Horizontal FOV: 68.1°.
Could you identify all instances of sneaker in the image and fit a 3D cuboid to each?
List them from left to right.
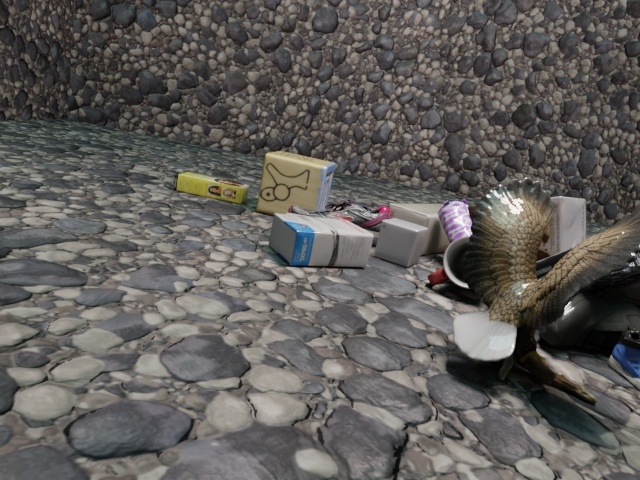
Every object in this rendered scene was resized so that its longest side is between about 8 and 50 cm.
[{"bbox_3d":[0.055,-0.066,1.366,0.298,0.112,0.121,9,15,-6],"label":"sneaker"},{"bbox_3d":[0.536,0.162,0.896,0.286,0.109,0.130,-5,38,-29],"label":"sneaker"},{"bbox_3d":[0.546,0.202,0.773,0.058,0.085,0.152,9,15,-10],"label":"sneaker"}]

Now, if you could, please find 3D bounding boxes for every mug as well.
[{"bbox_3d":[0.332,0.053,1.097,0.150,0.113,0.169,4,-4,21],"label":"mug"}]

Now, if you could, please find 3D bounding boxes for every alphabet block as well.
[{"bbox_3d":[-0.076,-0.174,1.525,0.196,0.193,0.193,14,13,7],"label":"alphabet block"}]

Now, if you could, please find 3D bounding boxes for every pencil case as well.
[{"bbox_3d":[0.388,-0.011,1.271,0.088,0.206,0.086,-25,-31,18],"label":"pencil case"}]

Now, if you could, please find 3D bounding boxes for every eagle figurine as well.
[{"bbox_3d":[0.337,0.058,0.735,0.226,0.299,0.225,13,15,6],"label":"eagle figurine"}]

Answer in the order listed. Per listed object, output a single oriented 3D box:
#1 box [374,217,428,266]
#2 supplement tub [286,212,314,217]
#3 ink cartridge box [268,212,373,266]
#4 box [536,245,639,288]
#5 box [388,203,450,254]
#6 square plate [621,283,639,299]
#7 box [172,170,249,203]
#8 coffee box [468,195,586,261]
[{"bbox_3d":[0.210,0.004,1.238,0.101,0.102,0.087,20,15,27],"label":"box"},{"bbox_3d":[-0.043,-0.030,1.236,0.107,0.071,0.071,10,15,-5],"label":"supplement tub"},{"bbox_3d":[0.000,0.000,1.121,0.203,0.086,0.148,5,15,-27],"label":"ink cartridge box"},{"bbox_3d":[0.564,0.076,1.017,0.307,0.077,0.242,1,-23,-34],"label":"box"},{"bbox_3d":[0.343,-0.041,1.466,0.311,0.121,0.147,-4,21,-45],"label":"box"},{"bbox_3d":[0.837,0.092,1.221,0.343,0.049,0.347,14,-17,1],"label":"square plate"},{"bbox_3d":[-0.362,-0.177,1.576,0.232,0.058,0.087,11,14,2],"label":"box"},{"bbox_3d":[0.523,-0.016,1.249,0.118,0.168,0.297,1,-3,-33],"label":"coffee box"}]
